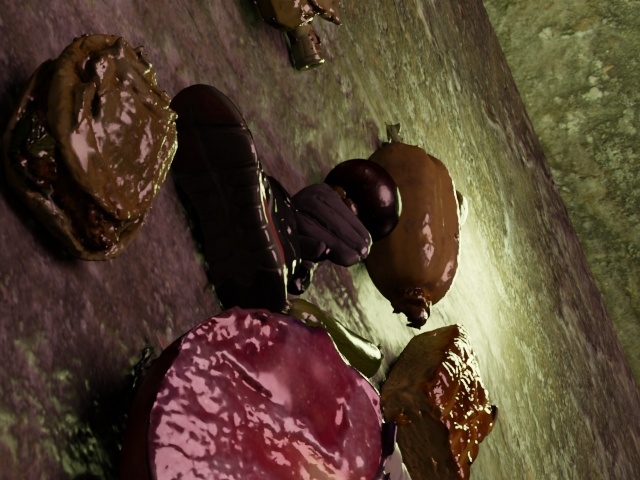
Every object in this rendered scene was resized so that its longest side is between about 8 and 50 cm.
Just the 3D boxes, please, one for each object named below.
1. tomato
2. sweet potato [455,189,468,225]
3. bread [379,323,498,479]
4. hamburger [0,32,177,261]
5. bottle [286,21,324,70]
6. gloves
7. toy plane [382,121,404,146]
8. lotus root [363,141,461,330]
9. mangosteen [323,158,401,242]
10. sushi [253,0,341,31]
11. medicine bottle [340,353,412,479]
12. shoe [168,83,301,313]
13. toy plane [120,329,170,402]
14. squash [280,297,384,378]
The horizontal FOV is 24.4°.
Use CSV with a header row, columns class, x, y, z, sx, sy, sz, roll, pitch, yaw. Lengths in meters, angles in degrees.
class,x,y,z,sx,sy,sz,roll,pitch,yaw
tomato,-0.093,0.220,1.454,0.289,0.176,0.335,40,47,-29
sweet potato,0.233,-0.048,2.749,0.075,0.074,0.269,67,23,-15
bread,0.188,0.257,2.302,0.185,0.114,0.274,69,21,-9
hamburger,-0.232,-0.092,1.457,0.183,0.130,0.206,54,45,-40
bottle,-0.029,-0.316,2.291,0.063,0.047,0.101,14,59,-79
gloves,-0.009,-0.005,1.951,0.119,0.142,0.285,23,6,-13
toy plane,0.137,-0.159,2.625,0.102,0.040,0.111,-9,83,-69
lotus root,0.137,-0.004,2.335,0.169,0.151,0.343,32,47,-40
mangosteen,0.051,-0.053,2.196,0.140,0.140,0.140,-17,90,-71
sushi,-0.029,-0.399,2.244,0.291,0.131,0.139,-72,145,-58
medicine bottle,0.021,0.260,1.788,0.252,0.144,0.144,60,23,-28
shoe,-0.090,-0.055,1.787,0.137,0.114,0.291,-35,110,-65
toy plane,-0.173,0.140,1.525,0.049,0.031,0.121,57,26,-18
squash,0.014,0.142,1.985,0.080,0.071,0.318,40,3,34
